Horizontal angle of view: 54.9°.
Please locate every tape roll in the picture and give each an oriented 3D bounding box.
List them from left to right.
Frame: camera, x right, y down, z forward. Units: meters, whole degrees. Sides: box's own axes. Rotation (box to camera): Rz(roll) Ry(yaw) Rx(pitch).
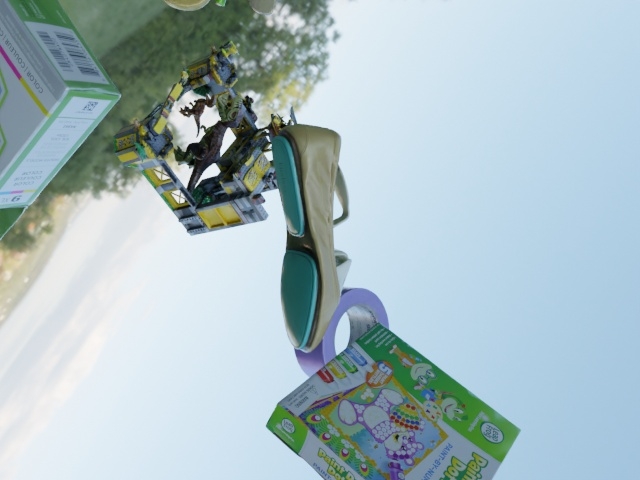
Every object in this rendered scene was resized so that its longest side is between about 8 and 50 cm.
[{"bbox_3d":[0.043,0.181,1.173,0.080,0.189,0.189,1,-126,44],"label":"tape roll"}]

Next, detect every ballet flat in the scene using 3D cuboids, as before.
[{"bbox_3d":[0.000,0.000,0.617,0.080,0.073,0.233,24,-59,57],"label":"ballet flat"}]

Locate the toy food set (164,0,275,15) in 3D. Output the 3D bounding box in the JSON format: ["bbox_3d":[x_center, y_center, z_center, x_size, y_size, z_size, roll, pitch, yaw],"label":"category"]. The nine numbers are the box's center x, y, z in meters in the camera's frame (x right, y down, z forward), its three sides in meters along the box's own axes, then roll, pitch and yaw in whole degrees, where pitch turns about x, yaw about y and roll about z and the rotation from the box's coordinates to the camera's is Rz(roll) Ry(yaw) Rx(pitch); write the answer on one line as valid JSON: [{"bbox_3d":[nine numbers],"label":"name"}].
[{"bbox_3d":[-0.128,-0.279,0.558,0.038,0.191,0.133,-159,-100,-78],"label":"toy food set"}]

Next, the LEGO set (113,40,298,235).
[{"bbox_3d":[-0.138,-0.170,0.980,0.192,0.255,0.331,-10,-152,34],"label":"LEGO set"}]

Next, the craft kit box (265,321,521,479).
[{"bbox_3d":[0.101,0.240,0.781,0.249,0.246,0.061,-28,151,-51],"label":"craft kit box"}]

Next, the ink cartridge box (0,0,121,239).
[{"bbox_3d":[-0.277,-0.099,0.532,0.209,0.109,0.062,-40,170,25],"label":"ink cartridge box"}]
